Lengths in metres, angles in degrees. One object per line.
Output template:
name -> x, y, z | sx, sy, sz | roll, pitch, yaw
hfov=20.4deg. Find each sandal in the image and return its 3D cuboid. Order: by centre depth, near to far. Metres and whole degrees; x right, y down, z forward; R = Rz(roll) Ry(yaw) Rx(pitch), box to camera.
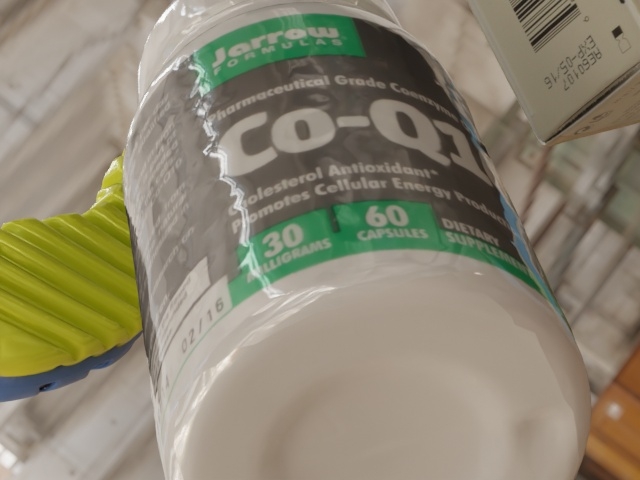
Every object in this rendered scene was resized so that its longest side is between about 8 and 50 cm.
sandal -> -0.168, 0.042, 1.262 | 0.138, 0.126, 0.317 | -57, -12, 32

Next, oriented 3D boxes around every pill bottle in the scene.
pill bottle -> 0.000, 0.000, 0.951 | 0.204, 0.204, 0.361 | -58, 26, 25

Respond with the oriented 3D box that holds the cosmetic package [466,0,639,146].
cosmetic package -> 0.237, -0.173, 1.069 | 0.309, 0.160, 0.113 | -14, -17, -37
